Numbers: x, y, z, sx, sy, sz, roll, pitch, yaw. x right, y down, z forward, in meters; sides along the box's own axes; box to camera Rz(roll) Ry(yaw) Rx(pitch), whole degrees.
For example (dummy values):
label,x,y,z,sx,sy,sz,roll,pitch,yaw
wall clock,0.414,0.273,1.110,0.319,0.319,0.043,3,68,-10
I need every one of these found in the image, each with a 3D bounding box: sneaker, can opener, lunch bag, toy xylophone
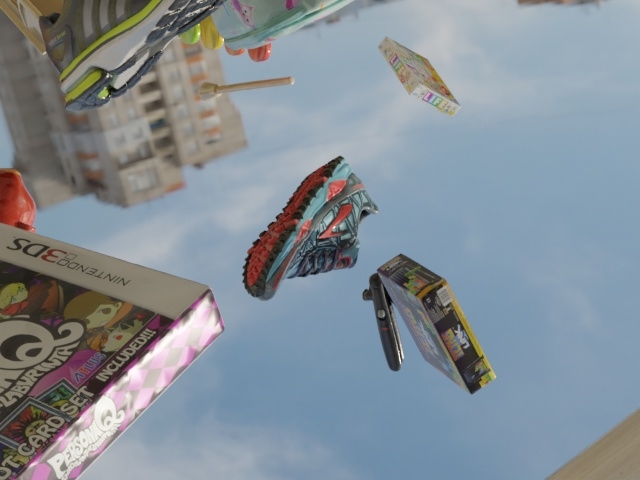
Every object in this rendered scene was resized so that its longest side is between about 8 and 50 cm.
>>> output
label,x,y,z,sx,sy,sz,roll,pitch,yaw
sneaker,0.000,0.000,1.621,0.104,0.125,0.262,-29,-161,52
can opener,0.114,0.136,2.033,0.073,0.186,0.059,2,-159,25
lunch bag,0.001,-0.329,1.447,0.279,0.107,0.224,-31,-169,-15
toy xylophone,-0.132,-0.318,1.675,0.081,0.236,0.323,-10,-178,-42
sneaker,-0.189,-0.258,1.237,0.300,0.121,0.111,-36,177,27

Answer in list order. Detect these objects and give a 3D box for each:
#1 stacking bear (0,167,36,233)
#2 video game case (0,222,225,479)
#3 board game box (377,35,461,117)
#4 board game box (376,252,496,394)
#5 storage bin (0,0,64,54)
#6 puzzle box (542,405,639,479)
label,x,y,z,sx,sy,sz,roll,pitch,yaw
stacking bear,-0.526,-0.074,1.640,0.289,0.164,0.175,23,167,-22
video game case,-0.204,0.082,0.672,0.210,0.041,0.232,15,-136,34
board game box,0.167,-0.278,2.046,0.103,0.026,0.154,21,-152,-36
board game box,0.157,0.113,1.650,0.048,0.170,0.141,-34,-156,-12
storage bin,-0.370,-0.437,1.775,0.262,0.260,0.123,-40,172,-19
puzzle box,0.286,0.190,1.105,0.409,0.052,0.272,-43,164,21
